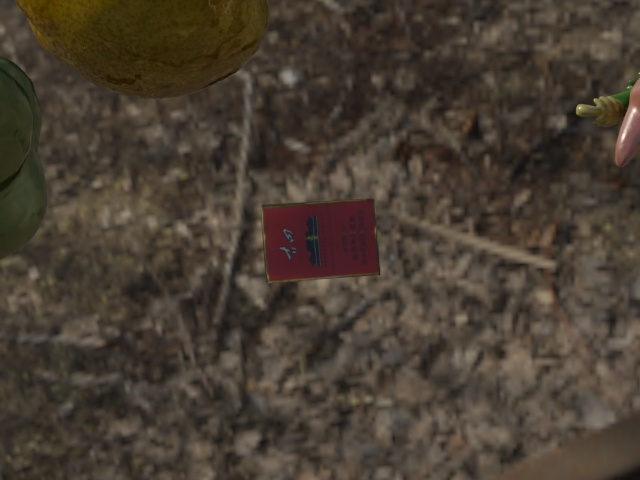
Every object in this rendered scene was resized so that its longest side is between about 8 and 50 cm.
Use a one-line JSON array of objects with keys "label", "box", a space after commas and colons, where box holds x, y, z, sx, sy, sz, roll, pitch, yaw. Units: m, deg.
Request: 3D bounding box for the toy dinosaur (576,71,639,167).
[{"label": "toy dinosaur", "box": [0.432, -0.162, 2.040, 0.194, 0.177, 0.152, -39, 77, 18]}]

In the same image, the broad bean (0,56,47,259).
[{"label": "broad bean", "box": [-0.206, -0.043, 0.702, 0.169, 0.228, 0.100, -8, 78, 5]}]

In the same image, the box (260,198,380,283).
[{"label": "box", "box": [0.000, 0.000, 1.896, 0.133, 0.090, 0.023, -3, 3, -5]}]

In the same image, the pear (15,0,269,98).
[{"label": "pear", "box": [-0.140, -0.211, 1.292, 0.209, 0.209, 0.209, -4, 41, 4]}]
